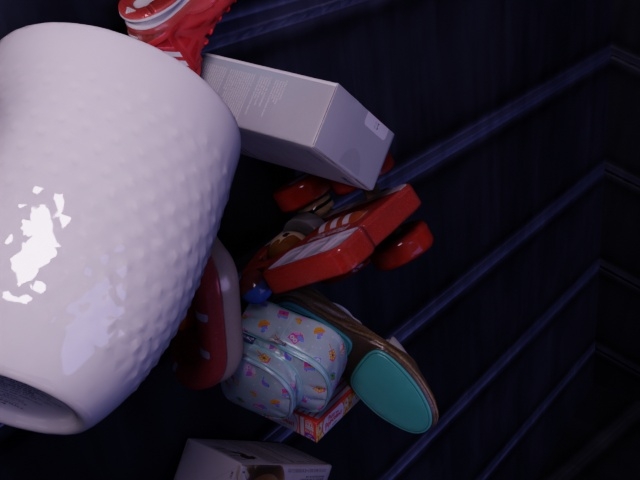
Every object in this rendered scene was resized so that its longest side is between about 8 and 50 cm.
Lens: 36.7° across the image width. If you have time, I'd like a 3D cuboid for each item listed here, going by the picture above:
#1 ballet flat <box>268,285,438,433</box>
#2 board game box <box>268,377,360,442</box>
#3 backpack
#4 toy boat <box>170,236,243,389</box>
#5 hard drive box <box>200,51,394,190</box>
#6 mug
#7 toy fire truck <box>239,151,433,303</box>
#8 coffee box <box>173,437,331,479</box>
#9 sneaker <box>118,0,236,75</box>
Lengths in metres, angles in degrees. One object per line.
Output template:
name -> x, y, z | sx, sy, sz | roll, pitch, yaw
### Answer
ballet flat -> 0.064, 0.182, 1.616 | 0.116, 0.342, 0.124 | -55, -178, 28
board game box -> -0.009, 0.250, 1.662 | 0.193, 0.146, 0.045 | -38, 137, -43
backpack -> -0.059, 0.185, 1.468 | 0.166, 0.188, 0.144 | 93, 14, -48
toy boat -> -0.195, 0.101, 1.324 | 0.151, 0.151, 0.231 | -14, 122, -20
hard drive box -> -0.047, -0.158, 1.295 | 0.181, 0.232, 0.089 | 30, 81, -59
mug -> -0.284, -0.019, 0.912 | 0.374, 0.276, 0.328 | 33, 56, -31
toy fire truck -> 0.000, 0.000, 1.423 | 0.254, 0.302, 0.169 | -38, 104, -43
coffee box -> -0.120, 0.430, 1.608 | 0.297, 0.119, 0.168 | 24, 84, -59
sneaker -> -0.155, -0.286, 1.220 | 0.221, 0.087, 0.128 | -35, 144, -28
